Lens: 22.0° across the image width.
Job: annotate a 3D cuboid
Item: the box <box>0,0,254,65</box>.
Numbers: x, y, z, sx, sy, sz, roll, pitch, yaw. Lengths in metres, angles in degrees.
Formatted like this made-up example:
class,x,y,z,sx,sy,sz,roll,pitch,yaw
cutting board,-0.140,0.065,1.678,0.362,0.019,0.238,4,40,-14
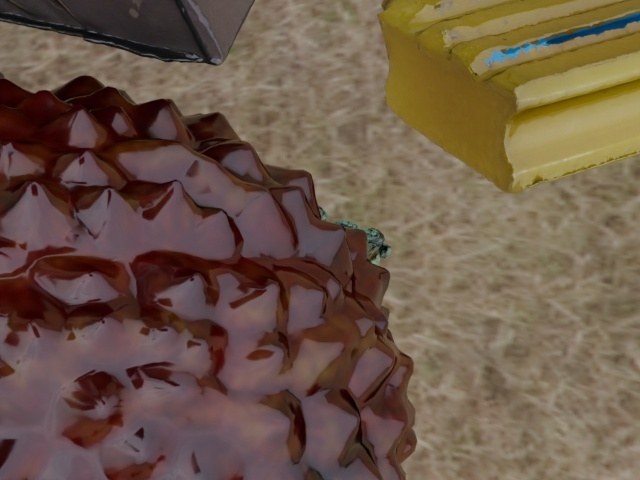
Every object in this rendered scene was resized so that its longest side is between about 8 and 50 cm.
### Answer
class,x,y,z,sx,sy,sz,roll,pitch,yaw
box,-0.141,-0.229,0.865,0.153,0.188,0.252,-65,152,-22

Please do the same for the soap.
class,x,y,z,sx,sy,sz,roll,pitch,yaw
soap,0.228,-0.151,1.298,0.324,0.204,0.096,-16,124,-23

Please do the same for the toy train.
class,x,y,z,sx,sy,sz,roll,pitch,yaw
toy train,0.000,0.000,1.737,0.071,0.148,0.038,-49,148,-41

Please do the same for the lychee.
class,x,y,z,sx,sy,sz,roll,pitch,yaw
lychee,-0.183,0.127,0.925,0.500,0.424,0.425,-28,105,25

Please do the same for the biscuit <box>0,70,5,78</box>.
class,x,y,z,sx,sy,sz,roll,pitch,yaw
biscuit,-0.409,-0.195,1.653,0.219,0.055,0.061,33,73,19
